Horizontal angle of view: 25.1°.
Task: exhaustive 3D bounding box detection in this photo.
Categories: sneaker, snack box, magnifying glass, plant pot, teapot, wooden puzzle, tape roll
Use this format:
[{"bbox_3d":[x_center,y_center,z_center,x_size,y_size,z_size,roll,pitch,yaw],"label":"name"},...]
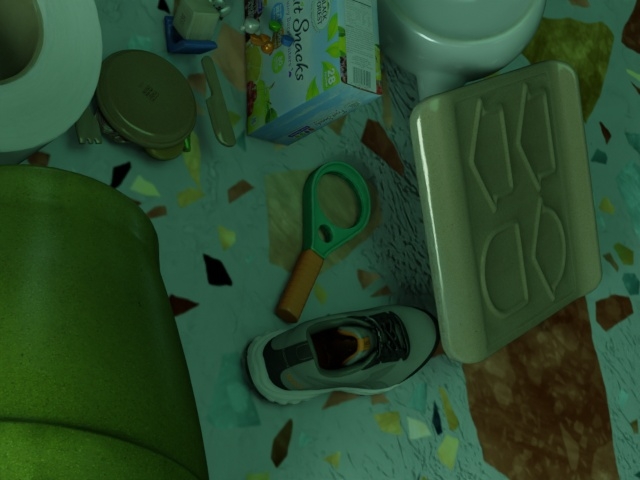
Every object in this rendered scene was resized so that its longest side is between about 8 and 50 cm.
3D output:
[{"bbox_3d":[0.047,0.124,1.625,0.271,0.108,0.100,-9,78,-43],"label":"sneaker"},{"bbox_3d":[-0.012,-0.238,1.670,0.070,0.174,0.207,13,66,-38],"label":"snack box"},{"bbox_3d":[0.000,0.000,1.689,0.092,0.026,0.231,40,52,-21],"label":"magnifying glass"},{"bbox_3d":[-0.262,0.139,1.227,0.366,0.366,0.353,22,48,-33],"label":"plant pot"},{"bbox_3d":[0.162,-0.305,1.845,0.256,0.187,0.252,-36,78,-16],"label":"teapot"},{"bbox_3d":[0.225,-0.045,1.803,0.348,0.080,0.322,-21,105,-49],"label":"wooden puzzle"},{"bbox_3d":[-0.359,-0.205,1.414,0.286,0.100,0.286,16,64,-35],"label":"tape roll"}]

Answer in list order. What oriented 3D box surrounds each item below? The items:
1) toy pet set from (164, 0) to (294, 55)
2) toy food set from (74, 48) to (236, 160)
[{"bbox_3d":[-0.113,-0.236,1.650,0.114,0.065,0.122,-2,40,-34],"label":"toy pet set"},{"bbox_3d":[-0.194,-0.149,1.581,0.192,0.038,0.132,-1,67,-35],"label":"toy food set"}]
